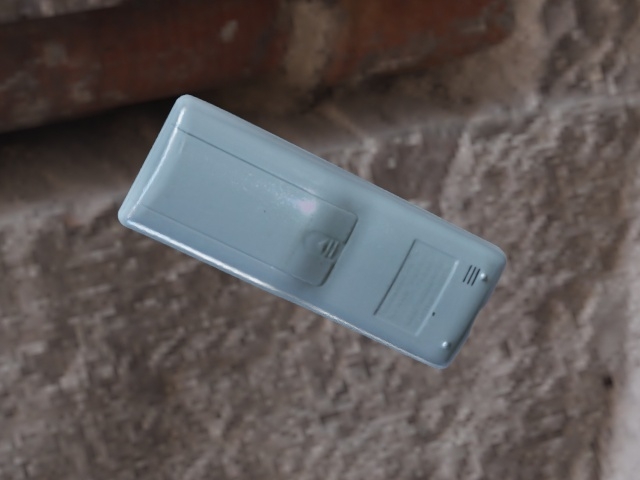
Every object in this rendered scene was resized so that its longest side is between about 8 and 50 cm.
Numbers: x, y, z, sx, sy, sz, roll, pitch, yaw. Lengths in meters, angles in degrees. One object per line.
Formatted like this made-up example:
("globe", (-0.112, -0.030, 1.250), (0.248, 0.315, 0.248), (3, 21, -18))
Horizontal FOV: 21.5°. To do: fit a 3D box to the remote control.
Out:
("remote control", (0.000, 0.000, 0.692), (0.061, 0.162, 0.029), (-62, 20, 10))
